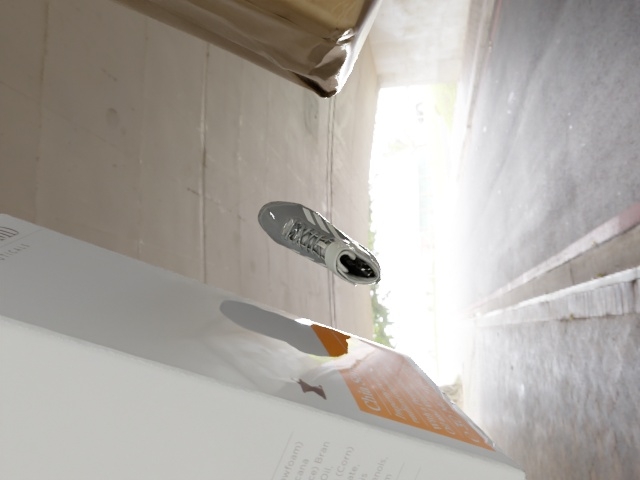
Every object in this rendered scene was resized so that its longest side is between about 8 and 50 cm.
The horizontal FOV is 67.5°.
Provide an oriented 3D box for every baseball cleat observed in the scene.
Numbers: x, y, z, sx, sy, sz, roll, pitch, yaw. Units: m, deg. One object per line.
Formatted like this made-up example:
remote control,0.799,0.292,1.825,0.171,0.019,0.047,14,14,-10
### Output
baseball cleat,0.000,0.000,0.689,0.072,0.206,0.109,-64,-1,2

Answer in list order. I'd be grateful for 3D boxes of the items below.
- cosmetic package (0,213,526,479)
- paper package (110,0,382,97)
cosmetic package,-0.098,0.143,0.404,0.161,0.454,0.230,-67,17,5
paper package,-0.059,-0.323,0.353,0.168,0.310,0.324,-161,93,-81
